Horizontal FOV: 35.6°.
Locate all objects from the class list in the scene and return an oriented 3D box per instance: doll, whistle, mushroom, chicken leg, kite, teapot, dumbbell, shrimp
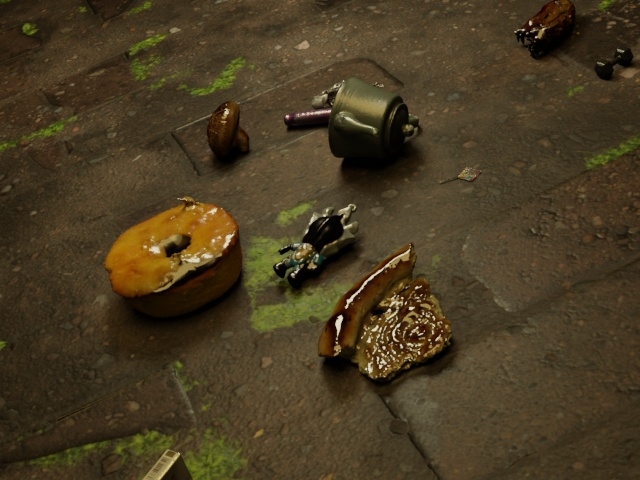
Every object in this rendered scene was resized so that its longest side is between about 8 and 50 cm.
[{"bbox_3d":[0.000,0.000,1.764,0.096,0.070,0.195,32,64,27],"label":"doll"},{"bbox_3d":[0.007,-0.265,2.126,0.176,0.033,0.033,-4,39,17],"label":"whistle"},{"bbox_3d":[-0.201,-0.234,2.115,0.084,0.109,0.126,-16,20,9],"label":"mushroom"},{"bbox_3d":[0.500,-0.476,2.180,0.105,0.063,0.234,19,47,32],"label":"chicken leg"},{"bbox_3d":[0.264,-0.116,1.861,0.078,0.002,0.044,-28,38,-16],"label":"kite"},{"bbox_3d":[0.118,-0.231,1.958,0.148,0.163,0.239,13,16,23],"label":"teapot"},{"bbox_3d":[0.592,-0.359,2.014,0.083,0.036,0.040,-33,40,-20],"label":"dumbbell"},{"bbox_3d":[0.059,-0.317,2.156,0.165,0.057,0.065,-14,20,21],"label":"shrimp"}]

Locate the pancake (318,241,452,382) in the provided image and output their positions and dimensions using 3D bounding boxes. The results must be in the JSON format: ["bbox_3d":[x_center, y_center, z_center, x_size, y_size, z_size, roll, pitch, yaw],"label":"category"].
[{"bbox_3d":[0.089,0.119,1.585,0.212,0.056,0.257,-17,37,1],"label":"pancake"}]

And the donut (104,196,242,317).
[{"bbox_3d":[-0.259,0.032,1.786,0.253,0.118,0.253,-9,37,7],"label":"donut"}]

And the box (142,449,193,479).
[{"bbox_3d":[-0.238,0.386,1.328,0.029,0.109,0.198,12,45,33],"label":"box"}]
